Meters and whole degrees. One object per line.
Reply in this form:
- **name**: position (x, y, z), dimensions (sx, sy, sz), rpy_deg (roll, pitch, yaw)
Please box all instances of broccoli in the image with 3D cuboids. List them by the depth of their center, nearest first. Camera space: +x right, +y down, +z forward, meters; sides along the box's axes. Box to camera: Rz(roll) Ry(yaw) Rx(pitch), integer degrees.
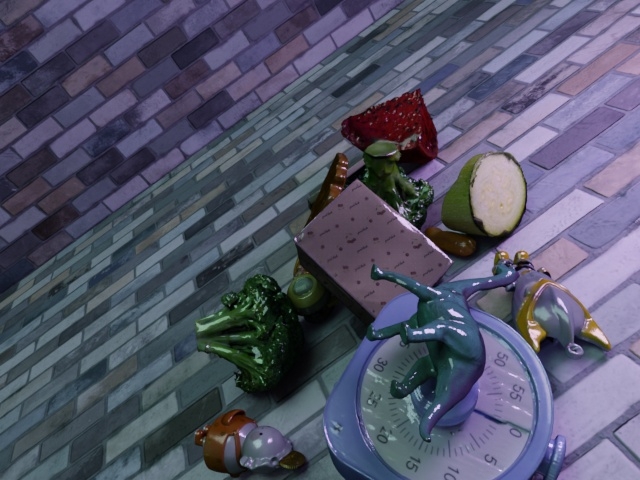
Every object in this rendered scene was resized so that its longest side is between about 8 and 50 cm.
- **broccoli**: position (-0.181, 0.241, 1.317), dimensions (0.275, 0.308, 0.308), rpy_deg (-1, 31, -15)
- **broccoli**: position (0.171, -0.140, 1.449), dimensions (0.297, 0.297, 0.298), rpy_deg (-7, 37, 5)

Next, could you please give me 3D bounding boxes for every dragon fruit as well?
- **dragon fruit**: position (0.230, -0.375, 1.682), dimensions (0.330, 0.302, 0.240), rpy_deg (13, 96, 26)

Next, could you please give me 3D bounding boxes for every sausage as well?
- **sausage**: position (0.334, 0.003, 1.335), dimensions (0.062, 0.054, 0.183), rpy_deg (-15, 21, -29)

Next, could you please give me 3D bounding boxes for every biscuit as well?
- **biscuit**: position (0.023, -0.119, 1.400), dimensions (0.278, 0.043, 0.302), rpy_deg (134, 158, -67)

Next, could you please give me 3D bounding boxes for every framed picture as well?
- **framed picture**: position (0.060, -0.187, 1.690), dimensions (0.247, 0.022, 0.335), rpy_deg (-36, 1, 0)

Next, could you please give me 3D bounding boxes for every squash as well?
- **squash**: position (0.406, -0.118, 1.276), dimensions (0.220, 0.220, 0.133), rpy_deg (-46, 30, -14)

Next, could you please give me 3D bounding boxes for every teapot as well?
- **teapot**: position (-0.009, 0.154, 1.398), dimensions (0.165, 0.119, 0.130), rpy_deg (-15, 46, 15)

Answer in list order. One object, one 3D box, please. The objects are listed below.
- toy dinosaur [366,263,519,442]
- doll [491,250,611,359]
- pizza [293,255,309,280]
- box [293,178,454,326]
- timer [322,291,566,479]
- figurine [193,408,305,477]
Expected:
- **toy dinosaur**: position (0.258, 0.153, 0.842), dimensions (0.330, 0.129, 0.383), rpy_deg (3, 36, -14)
- **doll**: position (0.451, 0.122, 1.046), dimensions (0.103, 0.145, 0.316), rpy_deg (-61, 18, 24)
- **pizza**: position (0.000, 0.000, 1.557), dimensions (0.290, 0.081, 0.229), rpy_deg (-72, 9, -49)
- **box**: position (0.118, 0.050, 1.223), dimensions (0.297, 0.190, 0.225), rpy_deg (43, 76, 13)
- **timer**: position (0.222, 0.286, 0.885), dimensions (0.394, 0.173, 0.395), rpy_deg (-5, 48, 5)
- **figurine**: position (-0.162, 0.470, 1.154), dimensions (0.271, 0.143, 0.143), rpy_deg (19, 58, 23)
